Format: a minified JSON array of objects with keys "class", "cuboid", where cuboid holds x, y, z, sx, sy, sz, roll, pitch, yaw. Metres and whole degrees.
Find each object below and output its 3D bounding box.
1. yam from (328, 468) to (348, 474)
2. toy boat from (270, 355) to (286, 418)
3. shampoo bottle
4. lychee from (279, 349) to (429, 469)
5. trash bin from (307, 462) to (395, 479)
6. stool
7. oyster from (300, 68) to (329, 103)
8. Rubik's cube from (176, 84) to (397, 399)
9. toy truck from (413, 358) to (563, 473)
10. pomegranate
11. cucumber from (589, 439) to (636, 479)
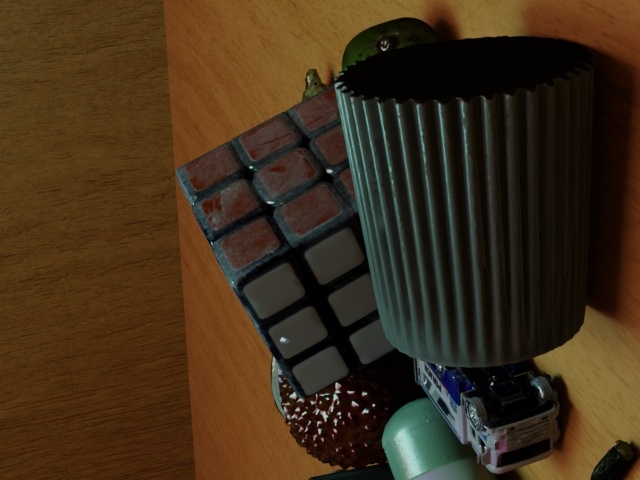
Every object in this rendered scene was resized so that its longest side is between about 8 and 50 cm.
[{"class":"yam","cuboid":[0.060,0.522,2.358,0.141,0.079,0.079,-147,49,-69]},{"class":"toy boat","cuboid":[-0.037,0.305,2.494,0.115,0.114,0.262,12,114,36]},{"class":"shampoo bottle","cuboid":[0.201,0.399,1.712,0.222,0.151,0.349,40,-152,-63]},{"class":"lychee","cuboid":[0.070,0.241,1.913,0.264,0.300,0.264,46,-166,-16]},{"class":"trash bin","cuboid":[0.101,0.467,1.961,0.115,0.226,0.165,113,142,-59]},{"class":"stool","cuboid":[0.179,-0.048,1.364,0.297,0.297,0.330,-140,40,-63]},{"class":"oyster","cuboid":[0.017,-0.129,2.113,0.221,0.096,0.361,24,125,60]},{"class":"Rubik's cube","cuboid":[0.000,0.000,1.762,0.305,0.304,0.301,61,178,47]},{"class":"toy truck","cuboid":[0.228,0.214,1.618,0.268,0.124,0.155,-124,22,-54]},{"class":"pomegranate","cuboid":[0.118,-0.223,1.670,0.131,0.152,0.191,-76,-32,-71]},{"class":"cucumber","cuboid":[0.353,0.285,1.418,0.134,0.034,0.033,104,145,-52]}]
